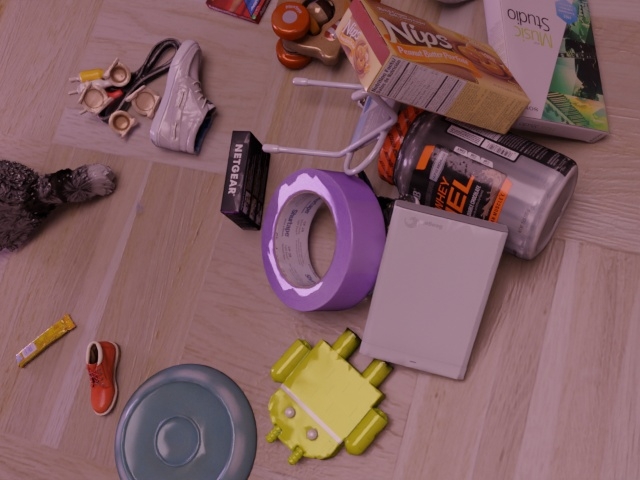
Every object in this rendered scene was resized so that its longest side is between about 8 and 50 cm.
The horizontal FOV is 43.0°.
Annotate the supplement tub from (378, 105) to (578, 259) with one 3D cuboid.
[{"bbox_3d":[0.292,-0.121,1.540,0.337,0.207,0.207,28,83,23],"label":"supplement tub"}]

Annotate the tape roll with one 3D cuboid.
[{"bbox_3d":[0.000,0.000,1.580,0.274,0.090,0.275,-5,83,49],"label":"tape roll"}]

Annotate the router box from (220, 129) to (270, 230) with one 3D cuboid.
[{"bbox_3d":[-0.156,-0.125,1.714,0.046,0.133,0.179,2,74,16],"label":"router box"}]

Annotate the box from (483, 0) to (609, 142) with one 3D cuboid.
[{"bbox_3d":[0.435,-0.359,1.577,0.232,0.058,0.322,5,73,-25],"label":"box"}]

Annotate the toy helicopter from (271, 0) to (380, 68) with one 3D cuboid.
[{"bbox_3d":[0.076,-0.478,1.773,0.354,0.140,0.235,17,71,10],"label":"toy helicopter"}]

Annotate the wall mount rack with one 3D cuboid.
[{"bbox_3d":[0.049,-0.275,1.602,0.304,0.130,0.350,-25,34,46],"label":"wall mount rack"}]

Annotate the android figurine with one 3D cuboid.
[{"bbox_3d":[0.008,0.310,1.581,0.248,0.056,0.273,42,87,22],"label":"android figurine"}]

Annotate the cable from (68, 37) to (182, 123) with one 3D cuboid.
[{"bbox_3d":[-0.449,-0.376,1.908,0.287,0.072,0.140,-24,74,8],"label":"cable"}]

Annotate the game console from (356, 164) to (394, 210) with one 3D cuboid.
[{"bbox_3d":[0.127,-0.094,1.626,0.071,0.122,0.107,-18,69,9],"label":"game console"}]

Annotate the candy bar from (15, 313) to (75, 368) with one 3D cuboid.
[{"bbox_3d":[-0.617,0.225,1.810,0.161,0.018,0.040,-39,64,3],"label":"candy bar"}]

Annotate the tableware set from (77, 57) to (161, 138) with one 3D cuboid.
[{"bbox_3d":[-0.466,-0.327,1.886,0.168,0.020,0.141,42,89,-9],"label":"tableware set"}]

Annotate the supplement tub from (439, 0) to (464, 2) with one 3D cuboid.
[{"bbox_3d":[0.255,-0.685,1.704,0.228,0.228,0.316,-29,69,7],"label":"supplement tub"}]

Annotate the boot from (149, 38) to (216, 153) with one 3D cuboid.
[{"bbox_3d":[-0.287,-0.321,1.843,0.123,0.095,0.259,17,88,14],"label":"boot"}]

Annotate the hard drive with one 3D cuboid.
[{"bbox_3d":[0.201,0.095,1.482,0.202,0.040,0.308,14,114,5],"label":"hard drive"}]

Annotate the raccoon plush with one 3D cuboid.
[{"bbox_3d":[-0.725,-0.152,1.909,0.446,0.216,0.299,-12,53,-18],"label":"raccoon plush"}]

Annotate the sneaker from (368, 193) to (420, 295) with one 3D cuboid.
[{"bbox_3d":[0.140,0.010,1.566,0.086,0.237,0.085,13,35,-17],"label":"sneaker"}]

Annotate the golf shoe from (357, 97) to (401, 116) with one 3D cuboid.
[{"bbox_3d":[0.125,-0.270,1.707,0.093,0.077,0.198,-8,59,18],"label":"golf shoe"}]

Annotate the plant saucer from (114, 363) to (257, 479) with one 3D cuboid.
[{"bbox_3d":[-0.284,0.406,1.646,0.317,0.043,0.318,-5,73,16],"label":"plant saucer"}]

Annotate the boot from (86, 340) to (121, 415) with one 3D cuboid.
[{"bbox_3d":[-0.468,0.289,1.713,0.059,0.084,0.158,-4,75,14],"label":"boot"}]

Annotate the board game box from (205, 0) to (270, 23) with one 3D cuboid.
[{"bbox_3d":[-0.148,-0.657,1.925,0.145,0.027,0.281,23,82,22],"label":"board game box"}]

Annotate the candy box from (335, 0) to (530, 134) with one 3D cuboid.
[{"bbox_3d":[0.197,-0.305,1.424,0.088,0.316,0.183,-57,38,33],"label":"candy box"}]
